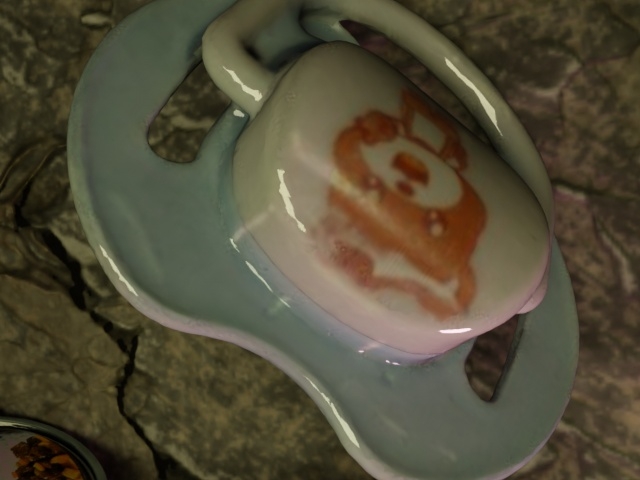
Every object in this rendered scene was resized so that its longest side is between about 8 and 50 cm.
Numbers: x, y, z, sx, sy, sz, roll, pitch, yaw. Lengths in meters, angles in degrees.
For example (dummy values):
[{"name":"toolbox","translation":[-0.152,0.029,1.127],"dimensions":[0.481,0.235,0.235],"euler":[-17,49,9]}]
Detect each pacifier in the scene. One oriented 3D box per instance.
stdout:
[{"name":"pacifier","translation":[0.000,0.000,0.440],"dimensions":[0.279,0.227,0.207],"euler":[38,139,-11]}]

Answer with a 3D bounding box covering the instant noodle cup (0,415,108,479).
[{"name":"instant noodle cup","translation":[-0.218,0.208,0.514],"dimensions":[0.177,0.208,0.125],"euler":[-3,116,-25]}]
